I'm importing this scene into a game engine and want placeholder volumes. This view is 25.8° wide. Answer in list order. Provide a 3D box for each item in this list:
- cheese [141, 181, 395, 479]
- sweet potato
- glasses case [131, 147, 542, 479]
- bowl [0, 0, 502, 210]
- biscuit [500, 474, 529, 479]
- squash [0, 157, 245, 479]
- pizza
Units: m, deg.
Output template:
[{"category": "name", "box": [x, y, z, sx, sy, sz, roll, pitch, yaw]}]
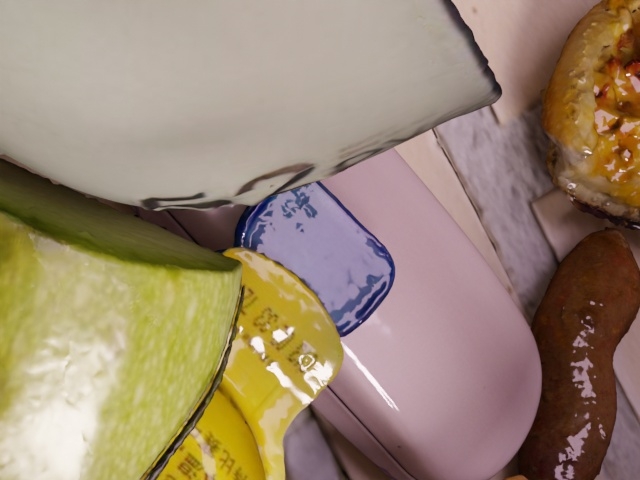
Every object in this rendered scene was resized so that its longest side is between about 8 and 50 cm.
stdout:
[{"category": "cheese", "box": [-0.061, 0.078, 0.597, 0.156, 0.064, 0.250, 47, 70, -12]}, {"category": "sweet potato", "box": [0.143, 0.074, 0.792, 0.065, 0.051, 0.218, 38, 54, -25]}, {"category": "glasses case", "box": [0.000, 0.000, 0.693, 0.297, 0.075, 0.113, 49, 54, -13]}, {"category": "bowl", "box": [-0.107, -0.146, 0.497, 0.354, 0.185, 0.354, 55, 7, -9]}, {"category": "biscuit", "box": [0.080, 0.240, 0.680, 0.144, 0.033, 0.224, -18, 92, -32]}, {"category": "squash", "box": [-0.137, 0.030, 0.519, 0.191, 0.085, 0.184, 21, 59, 6]}, {"category": "pizza", "box": [0.243, -0.101, 0.903, 0.305, 0.085, 0.161, -33, 86, -44]}]
